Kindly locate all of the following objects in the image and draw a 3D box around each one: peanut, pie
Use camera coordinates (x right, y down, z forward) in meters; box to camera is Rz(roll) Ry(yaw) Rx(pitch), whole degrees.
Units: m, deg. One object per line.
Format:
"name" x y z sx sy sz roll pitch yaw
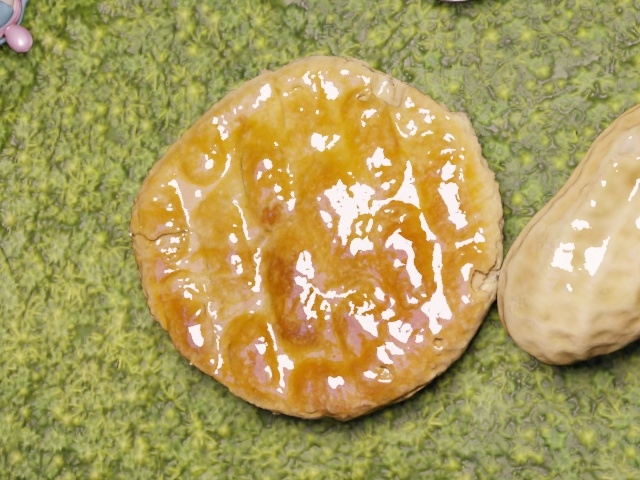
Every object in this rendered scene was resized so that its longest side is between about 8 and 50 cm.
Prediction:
"peanut" 0.270 -0.022 1.166 0.147 0.147 0.305 39 91 14
"pie" 0.000 0.000 1.256 0.339 0.083 0.339 -1 83 12

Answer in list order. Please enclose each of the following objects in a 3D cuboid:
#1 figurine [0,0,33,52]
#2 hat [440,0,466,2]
"figurine" -0.308 -0.303 1.356 0.205 0.103 0.260 2 83 -22
"hat" 0.132 -0.262 1.254 0.121 0.050 0.121 -1 88 20
